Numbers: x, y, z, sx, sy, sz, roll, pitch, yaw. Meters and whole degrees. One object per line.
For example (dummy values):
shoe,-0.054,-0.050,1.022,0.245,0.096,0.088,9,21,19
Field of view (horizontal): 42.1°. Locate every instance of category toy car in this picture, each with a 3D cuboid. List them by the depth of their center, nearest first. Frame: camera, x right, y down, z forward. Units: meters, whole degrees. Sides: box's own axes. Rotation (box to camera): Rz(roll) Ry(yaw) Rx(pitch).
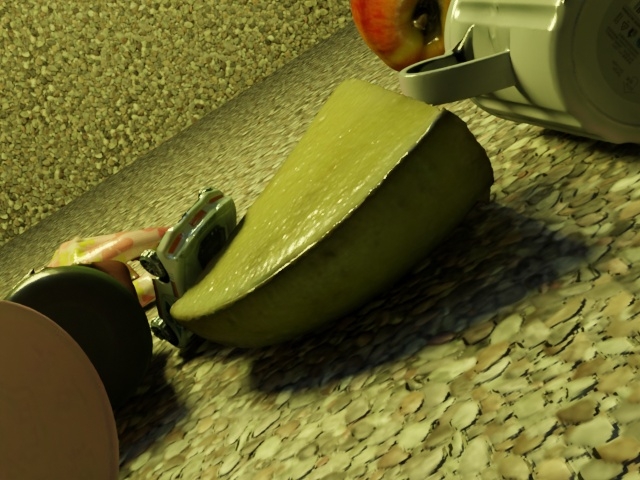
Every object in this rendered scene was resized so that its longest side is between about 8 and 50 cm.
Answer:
toy car,-0.112,0.033,0.764,0.095,0.056,0.205,-53,-16,-31

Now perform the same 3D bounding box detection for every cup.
cup,0.193,-0.146,0.672,0.221,0.167,0.202,-47,19,4

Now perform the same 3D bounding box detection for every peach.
peach,0.166,-0.385,1.241,0.238,0.281,0.281,13,23,0

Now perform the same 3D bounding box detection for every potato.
potato,0.000,0.000,0.685,0.255,0.112,0.269,-45,19,1

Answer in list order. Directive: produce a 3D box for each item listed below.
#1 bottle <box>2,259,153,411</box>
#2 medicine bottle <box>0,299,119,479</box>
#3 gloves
bottle,-0.234,0.086,0.797,0.156,0.143,0.271,-49,8,-11
medicine bottle,-0.325,0.173,0.589,0.315,0.202,0.202,-19,21,24
gloves,-0.282,0.044,1.075,0.241,0.126,0.145,-41,11,2
